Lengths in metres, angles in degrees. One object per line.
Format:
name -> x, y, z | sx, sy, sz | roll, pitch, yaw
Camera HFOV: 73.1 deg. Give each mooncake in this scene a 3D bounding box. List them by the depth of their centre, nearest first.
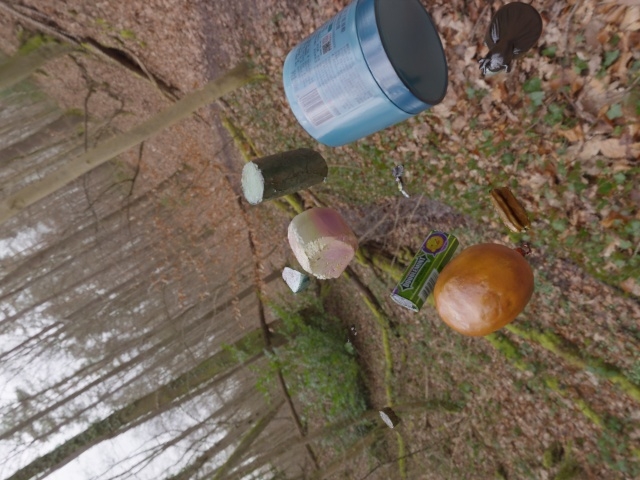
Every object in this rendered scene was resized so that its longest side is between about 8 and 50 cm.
mooncake -> 0.141, 0.402, 1.316 | 0.150, 0.057, 0.347 | 105, 150, -56

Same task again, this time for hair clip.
hair clip -> 0.317, -0.241, 1.682 | 0.172, 0.049, 0.116 | 38, -137, -64

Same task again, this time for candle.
candle -> 0.648, 0.098, 1.662 | 0.329, 0.051, 0.048 | -32, 98, 38

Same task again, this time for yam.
yam -> -0.134, -0.242, 1.583 | 0.168, 0.304, 0.168 | 29, 131, 40

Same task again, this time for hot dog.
hot dog -> 0.825, -0.138, 1.881 | 0.072, 0.115, 0.269 | 69, -172, -49

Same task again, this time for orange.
orange -> 0.457, 0.135, 1.228 | 0.226, 0.284, 0.284 | 45, 165, 6

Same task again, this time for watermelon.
watermelon -> -0.084, 0.150, 1.624 | 0.094, 0.081, 0.180 | 45, 175, 35

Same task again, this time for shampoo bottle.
shampoo bottle -> 0.118, -0.465, 1.199 | 0.342, 0.331, 0.331 | -15, 112, 43

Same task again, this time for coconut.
coconut -> 0.000, 0.000, 1.524 | 0.245, 0.233, 0.233 | -120, 6, -47

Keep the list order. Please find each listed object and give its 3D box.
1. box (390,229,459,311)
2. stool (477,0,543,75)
box -> 0.424, 0.118, 1.761 | 0.134, 0.345, 0.097 | 19, 156, 44
stool -> 0.467, -0.495, 1.089 | 0.125, 0.217, 0.121 | 28, 178, 5
